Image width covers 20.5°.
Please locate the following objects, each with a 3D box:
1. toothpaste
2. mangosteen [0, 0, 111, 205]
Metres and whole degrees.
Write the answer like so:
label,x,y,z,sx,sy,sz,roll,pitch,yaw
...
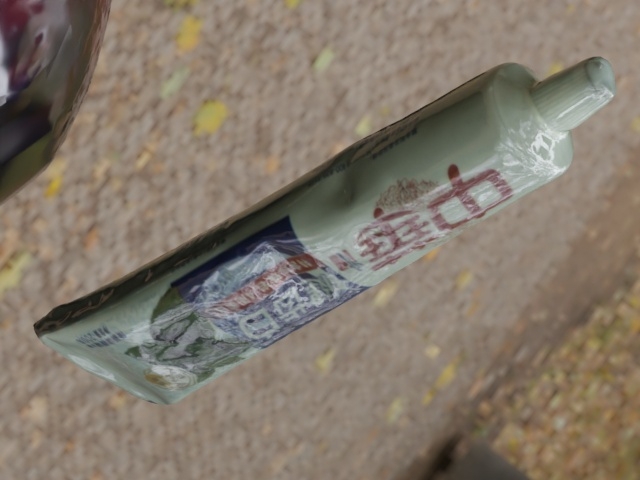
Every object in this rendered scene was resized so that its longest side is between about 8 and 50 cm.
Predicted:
label,x,y,z,sx,sy,sz,roll,pitch,yaw
toothpaste,0.000,0.000,0.570,0.233,0.060,0.038,-30,-144,36
mangosteen,-0.204,-0.064,0.527,0.306,0.360,0.306,-14,171,-2
